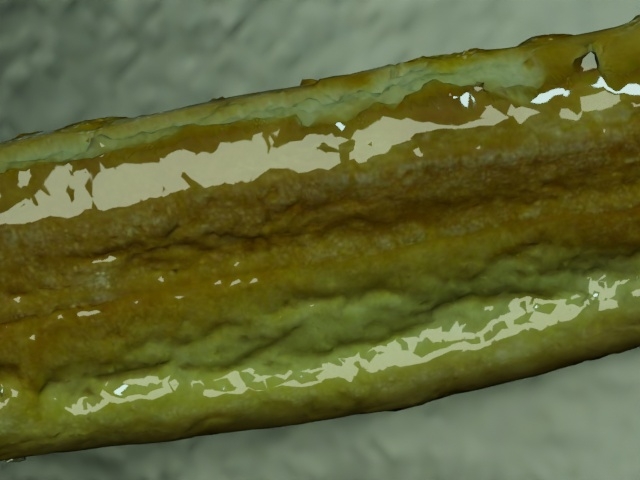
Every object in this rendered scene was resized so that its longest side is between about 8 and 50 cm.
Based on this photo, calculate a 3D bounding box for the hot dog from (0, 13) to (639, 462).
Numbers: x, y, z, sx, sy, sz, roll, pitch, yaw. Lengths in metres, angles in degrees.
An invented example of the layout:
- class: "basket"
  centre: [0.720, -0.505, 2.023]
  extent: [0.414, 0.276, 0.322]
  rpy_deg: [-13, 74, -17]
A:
- class: "hot dog"
  centre: [0.000, 0.000, 0.330]
  extent: [0.216, 0.047, 0.066]
  rpy_deg: [-12, 110, 4]
